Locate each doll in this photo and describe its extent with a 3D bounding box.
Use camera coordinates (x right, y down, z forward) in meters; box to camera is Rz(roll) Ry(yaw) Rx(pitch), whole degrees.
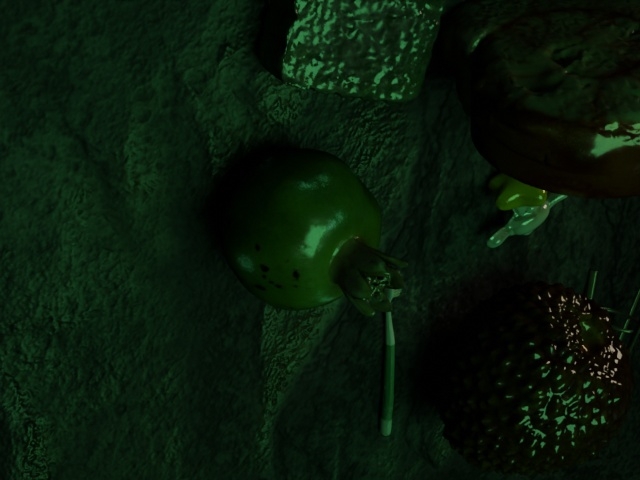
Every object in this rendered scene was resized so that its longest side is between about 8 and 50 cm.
[{"bbox_3d":[0.279,-0.050,1.559,0.135,0.071,0.113,-14,129,-33],"label":"doll"}]

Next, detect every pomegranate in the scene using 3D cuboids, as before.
[{"bbox_3d":[-0.001,0.002,1.293,0.187,0.225,0.187,-29,136,-33],"label":"pomegranate"}]

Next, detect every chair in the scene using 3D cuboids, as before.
[{"bbox_3d":[0.430,0.155,1.751,0.095,0.104,0.222,-3,114,-51],"label":"chair"}]

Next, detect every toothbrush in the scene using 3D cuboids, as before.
[{"bbox_3d":[0.091,0.153,1.570,0.024,0.018,0.257,-18,122,-33],"label":"toothbrush"}]

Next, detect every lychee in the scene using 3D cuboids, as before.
[{"bbox_3d":[0.276,0.191,1.576,0.267,0.267,0.268,-15,122,-26],"label":"lychee"}]

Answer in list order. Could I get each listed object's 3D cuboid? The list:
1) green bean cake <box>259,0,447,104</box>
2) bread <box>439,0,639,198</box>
[{"bbox_3d":[0.034,-0.249,1.266,0.185,0.094,0.184,3,113,-34],"label":"green bean cake"},{"bbox_3d":[0.304,-0.178,1.323,0.295,0.328,0.114,-9,127,-6],"label":"bread"}]
